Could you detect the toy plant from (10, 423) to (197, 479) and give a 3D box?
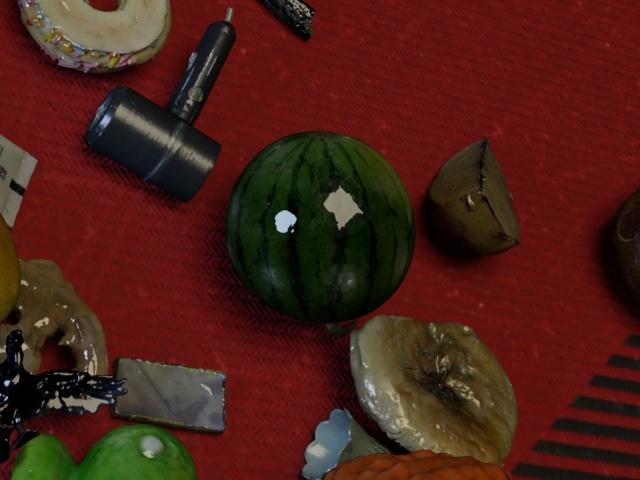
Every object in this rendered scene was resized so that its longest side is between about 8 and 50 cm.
[{"bbox_3d":[-0.187,0.285,1.247,0.224,0.184,0.316,31,39,-5],"label":"toy plant"}]

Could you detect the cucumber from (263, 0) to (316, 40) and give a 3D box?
[{"bbox_3d":[-0.054,-0.279,1.665,0.135,0.033,0.034,41,86,-5],"label":"cucumber"}]

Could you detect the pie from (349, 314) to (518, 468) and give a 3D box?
[{"bbox_3d":[0.123,0.164,1.509,0.218,0.052,0.185,7,56,-48],"label":"pie"}]

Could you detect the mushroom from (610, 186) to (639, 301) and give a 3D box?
[{"bbox_3d":[0.446,0.008,1.770,0.231,0.138,0.194,-21,92,-25],"label":"mushroom"}]

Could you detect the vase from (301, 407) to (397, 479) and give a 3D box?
[{"bbox_3d":[0.064,0.232,1.459,0.148,0.081,0.081,31,55,-19],"label":"vase"}]

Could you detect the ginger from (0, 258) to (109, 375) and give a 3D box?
[{"bbox_3d":[-0.320,0.081,1.316,0.258,0.065,0.149,-2,56,-25],"label":"ginger"}]

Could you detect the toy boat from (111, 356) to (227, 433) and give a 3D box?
[{"bbox_3d":[-0.142,0.147,1.413,0.115,0.016,0.063,13,62,-25],"label":"toy boat"}]

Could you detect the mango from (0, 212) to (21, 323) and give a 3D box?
[{"bbox_3d":[-0.320,0.002,1.284,0.163,0.089,0.111,39,49,-2],"label":"mango"}]

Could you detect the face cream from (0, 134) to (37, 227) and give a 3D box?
[{"bbox_3d":[-0.366,-0.112,1.362,0.243,0.058,0.092,38,41,-27],"label":"face cream"}]

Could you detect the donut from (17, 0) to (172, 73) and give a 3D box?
[{"bbox_3d":[-0.229,-0.216,1.508,0.166,0.065,0.108,5,65,-30],"label":"donut"}]

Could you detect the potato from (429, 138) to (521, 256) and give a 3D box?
[{"bbox_3d":[0.164,-0.035,1.660,0.101,0.089,0.172,57,17,-20],"label":"potato"}]

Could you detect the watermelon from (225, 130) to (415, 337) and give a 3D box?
[{"bbox_3d":[0.000,0.000,1.472,0.188,0.188,0.215,-11,108,-34],"label":"watermelon"}]

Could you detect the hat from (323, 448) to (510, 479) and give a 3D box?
[{"bbox_3d":[0.179,0.323,1.357,0.400,0.285,0.285,-3,69,-34],"label":"hat"}]

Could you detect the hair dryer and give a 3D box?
[{"bbox_3d":[-0.139,-0.156,1.512,0.124,0.071,0.219,34,63,-16],"label":"hair dryer"}]

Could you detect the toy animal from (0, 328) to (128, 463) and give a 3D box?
[{"bbox_3d":[-0.265,0.129,1.257,0.220,0.062,0.108,11,56,-29],"label":"toy animal"}]
